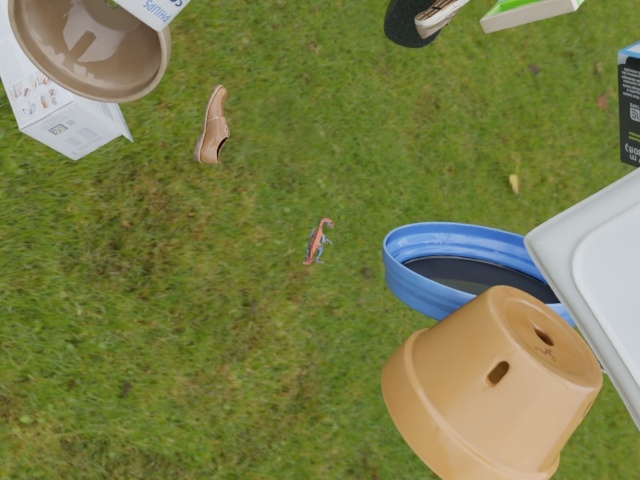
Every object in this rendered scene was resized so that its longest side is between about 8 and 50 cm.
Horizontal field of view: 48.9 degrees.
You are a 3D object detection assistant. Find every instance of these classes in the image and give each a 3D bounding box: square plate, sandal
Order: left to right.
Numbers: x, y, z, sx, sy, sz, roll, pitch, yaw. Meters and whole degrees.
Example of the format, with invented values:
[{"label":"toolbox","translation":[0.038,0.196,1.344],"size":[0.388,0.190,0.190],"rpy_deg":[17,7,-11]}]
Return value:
[{"label":"sandal","translation":[0.256,-0.585,1.457],"size":[0.168,0.446,0.106],"rpy_deg":[19,60,-15]},{"label":"square plate","translation":[0.437,0.060,0.758],"size":[0.049,0.347,0.343],"rpy_deg":[-13,70,-51]}]

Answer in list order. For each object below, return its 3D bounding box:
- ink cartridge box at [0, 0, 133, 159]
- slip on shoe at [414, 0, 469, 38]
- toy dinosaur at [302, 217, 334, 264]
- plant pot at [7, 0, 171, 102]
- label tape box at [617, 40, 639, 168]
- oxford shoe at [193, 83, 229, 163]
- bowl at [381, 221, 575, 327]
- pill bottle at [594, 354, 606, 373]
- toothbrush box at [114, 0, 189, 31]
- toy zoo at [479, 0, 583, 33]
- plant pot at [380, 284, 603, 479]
[{"label":"ink cartridge box","translation":[-0.558,-0.345,1.505],"size":[0.130,0.272,0.309],"rpy_deg":[-27,75,5]},{"label":"slip on shoe","translation":[0.239,-0.438,1.365],"size":[0.135,0.051,0.041],"rpy_deg":[-39,131,-22]},{"label":"toy dinosaur","translation":[0.000,0.000,1.297],"size":[0.047,0.090,0.082],"rpy_deg":[15,102,1]},{"label":"plant pot","translation":[-0.330,-0.333,1.057],"size":[0.237,0.237,0.109],"rpy_deg":[43,42,-30]},{"label":"label tape box","translation":[0.681,-0.181,1.291],"size":[0.115,0.249,0.347],"rpy_deg":[-24,121,-16]},{"label":"oxford shoe","translation":[-0.269,-0.302,1.845],"size":[0.076,0.076,0.212],"rpy_deg":[0,103,-82]},{"label":"bowl","translation":[0.304,0.066,1.317],"size":[0.391,0.391,0.077],"rpy_deg":[-8,115,-37]},{"label":"pill bottle","translation":[0.494,0.162,1.181],"size":[0.065,0.065,0.116],"rpy_deg":[-29,122,-34]},{"label":"toothbrush box","translation":[-0.121,-0.349,0.615],"size":[0.283,0.206,0.122],"rpy_deg":[-42,84,7]},{"label":"toy zoo","translation":[0.447,-0.489,1.300],"size":[0.293,0.192,0.030],"rpy_deg":[-47,118,-26]},{"label":"plant pot","translation":[0.264,0.204,1.028],"size":[0.291,0.290,0.203],"rpy_deg":[14,124,-37]}]
